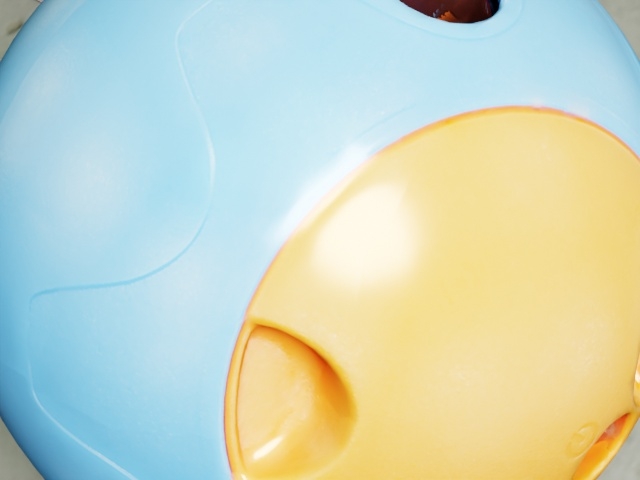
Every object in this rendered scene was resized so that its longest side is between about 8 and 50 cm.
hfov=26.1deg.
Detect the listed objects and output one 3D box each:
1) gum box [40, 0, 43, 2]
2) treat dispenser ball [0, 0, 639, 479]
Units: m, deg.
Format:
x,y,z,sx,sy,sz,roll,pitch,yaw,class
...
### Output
x,y,z,sx,sy,sz,roll,pitch,yaw,class
-0.077,-0.160,0.762,0.188,0.062,0.107,27,73,17,gum box
0.000,0.000,0.560,0.288,0.288,0.288,-3,67,6,treat dispenser ball
